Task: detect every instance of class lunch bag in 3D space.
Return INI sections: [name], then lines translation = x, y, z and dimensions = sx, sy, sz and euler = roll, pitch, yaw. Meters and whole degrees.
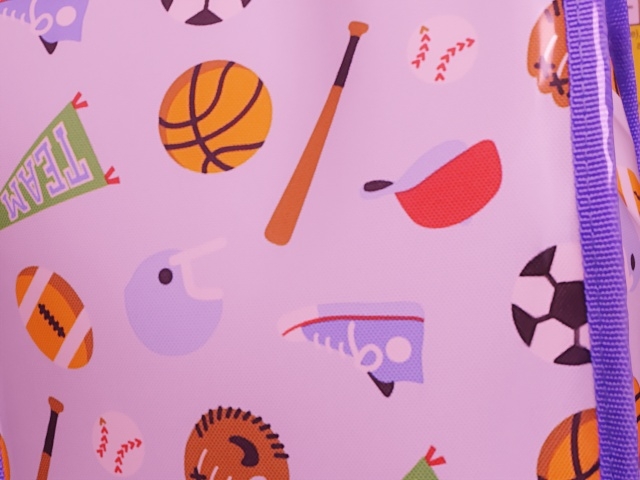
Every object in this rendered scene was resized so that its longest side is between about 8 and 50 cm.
[lunch bag]
translation = 0.000, 0.000, 0.510
dimensions = 0.327, 0.239, 0.386
euler = -6, 97, 19

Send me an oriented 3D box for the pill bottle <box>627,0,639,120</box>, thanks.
[pill bottle]
translation = 0.227, -0.139, 0.610
dimensions = 0.187, 0.188, 0.334
euler = -10, 104, -8
